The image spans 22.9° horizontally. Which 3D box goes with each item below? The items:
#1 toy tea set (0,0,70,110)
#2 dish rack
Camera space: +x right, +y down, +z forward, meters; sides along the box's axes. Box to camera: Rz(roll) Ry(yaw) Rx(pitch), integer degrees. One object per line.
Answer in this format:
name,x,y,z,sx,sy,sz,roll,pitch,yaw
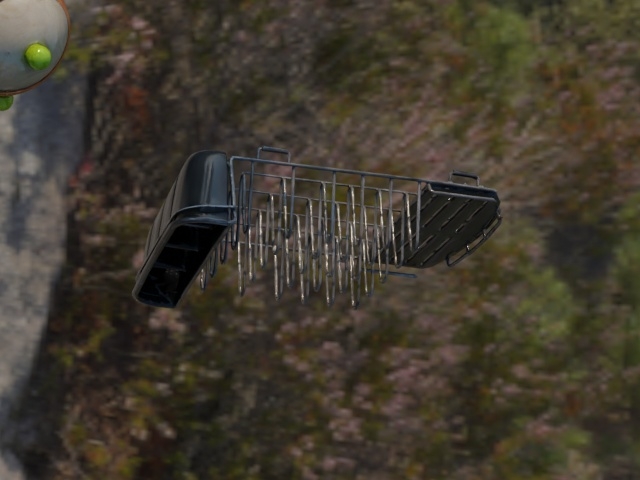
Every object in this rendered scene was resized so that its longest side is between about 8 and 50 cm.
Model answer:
toy tea set,-0.237,-0.251,1.166,0.200,0.124,0.336,-43,142,-11
dish rack,0.000,0.000,1.246,0.271,0.208,0.074,6,70,-15
